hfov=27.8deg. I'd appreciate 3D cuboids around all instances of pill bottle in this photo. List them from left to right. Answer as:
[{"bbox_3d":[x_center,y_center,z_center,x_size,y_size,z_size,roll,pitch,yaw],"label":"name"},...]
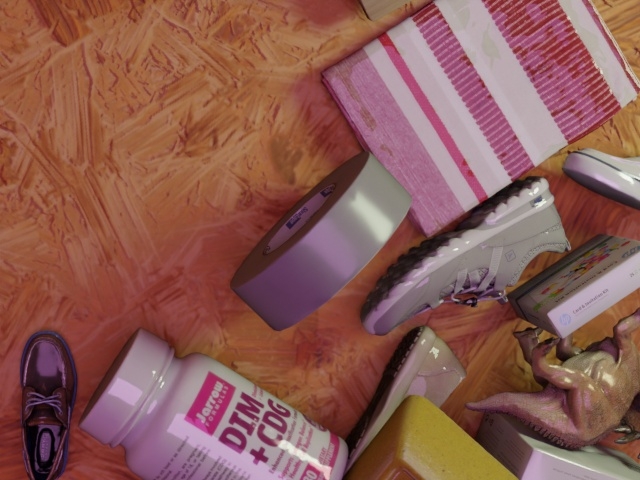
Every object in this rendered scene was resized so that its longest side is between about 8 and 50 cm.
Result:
[{"bbox_3d":[-0.124,0.230,1.493,0.283,0.160,0.160,32,91,-9],"label":"pill bottle"}]

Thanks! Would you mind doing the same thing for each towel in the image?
[{"bbox_3d":[0.196,-0.186,1.556,0.329,0.037,0.237,-33,97,-5],"label":"towel"}]

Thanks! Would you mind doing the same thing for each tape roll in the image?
[{"bbox_3d":[0.000,0.000,1.456,0.219,0.219,0.072,-45,99,-1],"label":"tape roll"}]

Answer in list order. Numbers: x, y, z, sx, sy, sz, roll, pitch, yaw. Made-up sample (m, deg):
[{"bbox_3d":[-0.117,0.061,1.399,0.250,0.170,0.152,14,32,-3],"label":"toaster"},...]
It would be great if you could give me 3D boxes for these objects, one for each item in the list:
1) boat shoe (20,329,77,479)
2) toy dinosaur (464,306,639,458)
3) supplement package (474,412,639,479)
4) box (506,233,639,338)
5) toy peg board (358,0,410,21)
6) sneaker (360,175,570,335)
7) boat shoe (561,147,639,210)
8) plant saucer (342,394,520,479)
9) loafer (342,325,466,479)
[{"bbox_3d":[-0.318,0.198,1.512,0.066,0.066,0.183,-3,96,-7],"label":"boat shoe"},{"bbox_3d":[0.326,0.186,1.519,0.296,0.127,0.200,-21,96,-25],"label":"toy dinosaur"},{"bbox_3d":[0.264,0.369,1.537,0.198,0.199,0.262,20,94,-9],"label":"supplement package"},{"bbox_3d":[0.307,0.050,1.517,0.145,0.186,0.038,-33,98,-2],"label":"box"},{"bbox_3d":[0.085,-0.370,1.511,0.161,0.079,0.160,-30,114,-3],"label":"toy peg board"},{"bbox_3d":[0.178,0.040,1.540,0.281,0.105,0.115,-33,99,-3],"label":"sneaker"},{"bbox_3d":[0.415,-0.075,1.574,0.258,0.095,0.084,19,89,-19],"label":"boat shoe"},{"bbox_3d":[0.112,0.394,1.411,0.333,0.081,0.333,41,101,21],"label":"plant saucer"},{"bbox_3d":[0.090,0.236,1.552,0.092,0.102,0.268,29,91,-3],"label":"loafer"}]
